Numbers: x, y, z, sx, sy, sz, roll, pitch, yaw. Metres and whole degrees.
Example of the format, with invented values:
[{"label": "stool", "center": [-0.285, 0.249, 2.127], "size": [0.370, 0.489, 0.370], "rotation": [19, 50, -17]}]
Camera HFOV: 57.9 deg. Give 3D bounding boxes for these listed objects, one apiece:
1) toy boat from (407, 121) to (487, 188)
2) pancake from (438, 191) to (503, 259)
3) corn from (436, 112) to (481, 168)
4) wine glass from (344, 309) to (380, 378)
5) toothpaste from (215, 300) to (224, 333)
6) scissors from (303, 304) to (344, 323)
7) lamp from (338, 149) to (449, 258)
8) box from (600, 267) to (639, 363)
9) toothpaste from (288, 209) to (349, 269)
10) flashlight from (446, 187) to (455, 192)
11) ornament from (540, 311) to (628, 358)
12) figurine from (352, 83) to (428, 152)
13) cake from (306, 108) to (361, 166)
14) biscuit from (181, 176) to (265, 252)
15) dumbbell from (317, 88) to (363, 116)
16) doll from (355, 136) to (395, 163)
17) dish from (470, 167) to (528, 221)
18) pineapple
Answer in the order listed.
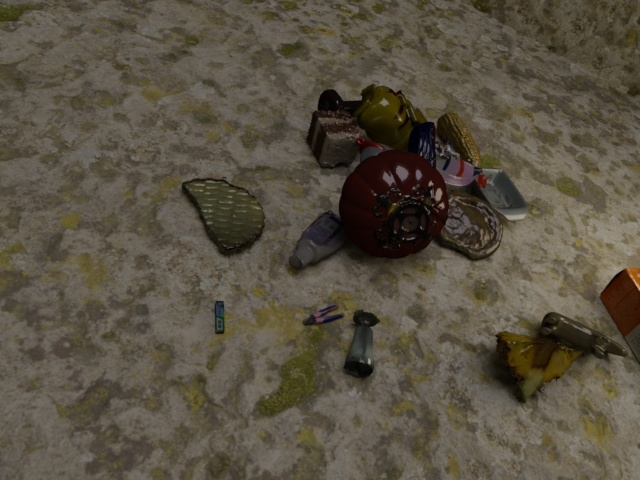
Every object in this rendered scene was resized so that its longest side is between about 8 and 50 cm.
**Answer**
[{"label": "toy boat", "center": [0.395, -0.234, 1.836], "size": [0.318, 0.072, 0.219], "rotation": [42, 56, -16]}, {"label": "pancake", "center": [0.450, -0.051, 1.762], "size": [0.236, 0.042, 0.222], "rotation": [45, 66, 6]}, {"label": "corn", "center": [0.500, -0.352, 2.071], "size": [0.101, 0.101, 0.292], "rotation": [3, 45, -18]}, {"label": "wine glass", "center": [0.101, 0.245, 1.380], "size": [0.072, 0.072, 0.155], "rotation": [17, 45, -5]}, {"label": "toothpaste", "center": [-0.235, 0.178, 1.350], "size": [0.020, 0.017, 0.083], "rotation": [5, 46, -17]}, {"label": "scissors", "center": [0.006, 0.188, 1.435], "size": [0.113, 0.012, 0.039], "rotation": [-13, 54, -30]}, {"label": "lamp", "center": [0.199, -0.095, 1.574], "size": [0.302, 0.303, 0.257], "rotation": [5, 22, -16]}, {"label": "box", "center": [1.005, 0.247, 1.668], "size": [0.224, 0.143, 0.341], "rotation": [3, 49, -19]}, {"label": "toothpaste", "center": [-0.001, -0.002, 1.586], "size": [0.099, 0.068, 0.282], "rotation": [57, 37, -7]}, {"label": "flashlight", "center": [0.447, -0.097, 1.847], "size": [0.093, 0.048, 0.200], "rotation": [-25, 60, -36]}, {"label": "ornament", "center": [0.715, 0.262, 1.563], "size": [0.230, 0.061, 0.245], "rotation": [25, 8, 22]}, {"label": "figurine", "center": [0.254, -0.375, 1.913], "size": [0.327, 0.169, 0.218], "rotation": [47, 48, -33]}, {"label": "cake", "center": [0.045, -0.327, 1.851], "size": [0.135, 0.135, 0.147], "rotation": [-6, 44, -23]}, {"label": "biscuit", "center": [-0.245, -0.078, 1.574], "size": [0.187, 0.036, 0.274], "rotation": [-14, 54, -31]}, {"label": "dumbbell", "center": [0.111, -0.457, 2.003], "size": [0.225, 0.124, 0.140], "rotation": [-11, 52, -29]}, {"label": "doll", "center": [0.224, -0.189, 1.783], "size": [0.336, 0.105, 0.200], "rotation": [47, 49, 0]}, {"label": "dish", "center": [0.588, -0.143, 1.932], "size": [0.153, 0.064, 0.234], "rotation": [-3, 49, -23]}, {"label": "pineapple", "center": [0.516, 0.313, 1.468], "size": [0.249, 0.164, 0.139], "rotation": [3, 9, -24]}]
